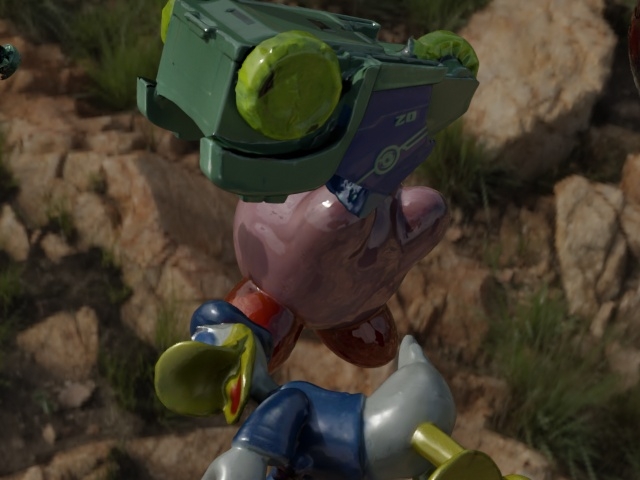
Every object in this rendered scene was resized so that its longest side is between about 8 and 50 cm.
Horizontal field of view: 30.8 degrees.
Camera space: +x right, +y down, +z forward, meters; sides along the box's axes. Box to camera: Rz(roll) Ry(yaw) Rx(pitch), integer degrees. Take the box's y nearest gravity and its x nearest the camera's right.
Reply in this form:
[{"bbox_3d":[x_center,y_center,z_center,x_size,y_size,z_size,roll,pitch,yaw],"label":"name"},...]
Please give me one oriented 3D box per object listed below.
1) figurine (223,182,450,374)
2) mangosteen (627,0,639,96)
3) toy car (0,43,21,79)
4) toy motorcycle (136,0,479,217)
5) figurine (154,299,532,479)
[{"bbox_3d":[-0.006,0.003,1.387,0.269,0.261,0.211,-1,37,-43],"label":"figurine"},{"bbox_3d":[0.235,-0.105,0.595,0.180,0.166,0.166,7,37,-51],"label":"mangosteen"},{"bbox_3d":[-0.380,-0.167,1.197,0.143,0.073,0.054,-26,54,21],"label":"toy car"},{"bbox_3d":[0.004,-0.121,1.107,0.326,0.200,0.191,4,26,-35],"label":"toy motorcycle"},{"bbox_3d":[-0.028,0.178,0.991,0.283,0.205,0.338,-35,50,-15],"label":"figurine"}]
